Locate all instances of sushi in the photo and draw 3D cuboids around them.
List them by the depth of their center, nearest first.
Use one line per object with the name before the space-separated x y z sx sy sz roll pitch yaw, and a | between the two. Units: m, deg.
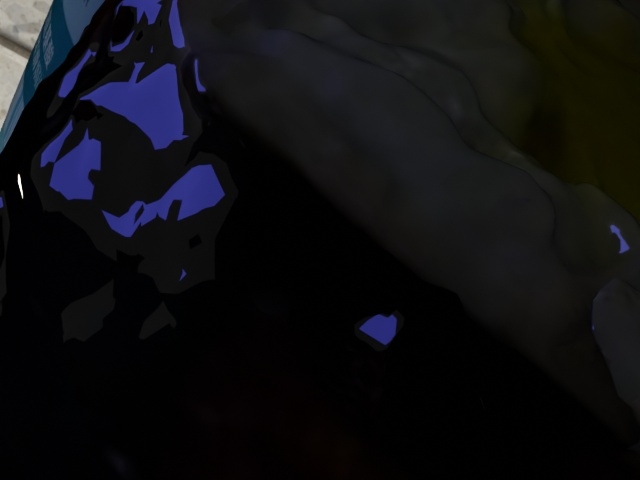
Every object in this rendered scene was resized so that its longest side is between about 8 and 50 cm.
sushi | 0.016 0.042 0.553 0.294 0.281 0.299 -49 7 35

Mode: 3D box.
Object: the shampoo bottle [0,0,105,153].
shampoo bottle | 0.000 -0.117 1.036 0.342 0.331 0.331 -59 8 36
